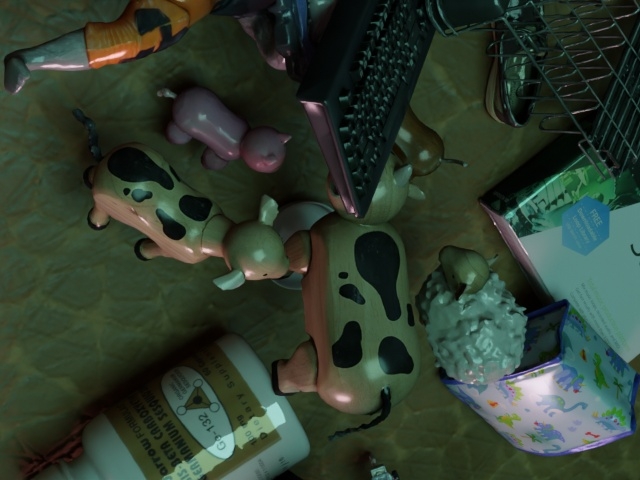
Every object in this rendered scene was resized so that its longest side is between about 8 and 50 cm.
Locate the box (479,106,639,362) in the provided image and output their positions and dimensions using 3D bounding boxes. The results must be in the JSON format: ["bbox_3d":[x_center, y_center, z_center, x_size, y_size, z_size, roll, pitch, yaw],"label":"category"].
[{"bbox_3d":[0.337,-0.044,1.575,0.322,0.058,0.232,-39,121,-7],"label":"box"}]

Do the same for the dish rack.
[{"bbox_3d":[0.217,-0.194,1.411,0.271,0.074,0.208,48,58,-36],"label":"dish rack"}]

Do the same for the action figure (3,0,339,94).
[{"bbox_3d":[-0.098,-0.266,1.246,0.330,0.178,0.341,-5,94,-38],"label":"action figure"}]

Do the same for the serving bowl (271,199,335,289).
[{"bbox_3d":[-0.020,0.001,1.448,0.083,0.027,0.083,-9,114,-21],"label":"serving bowl"}]

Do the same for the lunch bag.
[{"bbox_3d":[0.209,0.140,1.552,0.151,0.096,0.129,-28,121,36],"label":"lunch bag"}]

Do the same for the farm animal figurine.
[{"bbox_3d":[0.000,0.000,1.310,0.330,0.172,0.327,-20,89,-26],"label":"farm animal figurine"}]

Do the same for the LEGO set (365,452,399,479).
[{"bbox_3d":[0.090,0.323,1.547,0.182,0.060,0.244,28,89,-3],"label":"LEGO set"}]

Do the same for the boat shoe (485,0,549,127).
[{"bbox_3d":[0.183,-0.175,1.459,0.056,0.049,0.152,-8,113,-22],"label":"boat shoe"}]

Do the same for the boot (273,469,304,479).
[{"bbox_3d":[-0.048,0.343,1.384,0.131,0.348,0.260,41,82,-13],"label":"boot"}]

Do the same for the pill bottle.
[{"bbox_3d":[-0.135,0.192,1.409,0.229,0.131,0.131,-33,119,-10],"label":"pill bottle"}]

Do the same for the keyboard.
[{"bbox_3d":[0.040,-0.183,1.241,0.033,0.317,0.201,-8,126,23],"label":"keyboard"}]
